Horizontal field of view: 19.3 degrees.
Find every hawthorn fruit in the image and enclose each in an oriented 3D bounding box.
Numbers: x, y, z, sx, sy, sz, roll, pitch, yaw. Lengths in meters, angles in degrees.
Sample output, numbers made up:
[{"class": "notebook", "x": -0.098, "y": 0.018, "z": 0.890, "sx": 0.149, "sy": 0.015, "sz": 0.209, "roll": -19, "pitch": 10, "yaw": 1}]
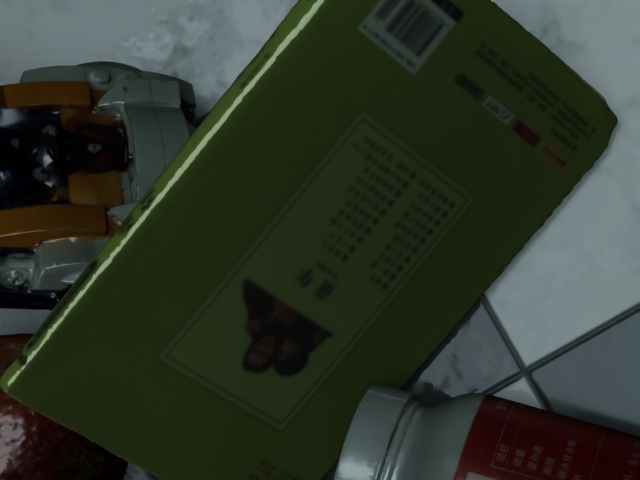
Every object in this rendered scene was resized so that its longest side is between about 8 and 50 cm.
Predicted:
[{"class": "hawthorn fruit", "x": -0.218, "y": 0.139, "z": 1.190, "sx": 0.194, "sy": 0.157, "sz": 0.157, "roll": -6, "pitch": 86, "yaw": 15}]

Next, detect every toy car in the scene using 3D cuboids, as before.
[{"class": "toy car", "x": -0.206, "y": -0.030, "z": 1.136, "sx": 0.301, "sy": 0.118, "sz": 0.193, "roll": 5, "pitch": 55, "yaw": -22}]

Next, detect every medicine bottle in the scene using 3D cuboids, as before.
[{"class": "medicine bottle", "x": 0.137, "y": 0.169, "z": 1.125, "sx": 0.250, "sy": 0.131, "sz": 0.131, "roll": 15, "pitch": 90, "yaw": 11}]

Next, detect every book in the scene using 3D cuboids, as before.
[{"class": "book", "x": 0.000, "y": 0.000, "z": 1.127, "sx": 0.352, "sy": 0.239, "sz": 0.035, "roll": -50, "pitch": 40, "yaw": 6}]
